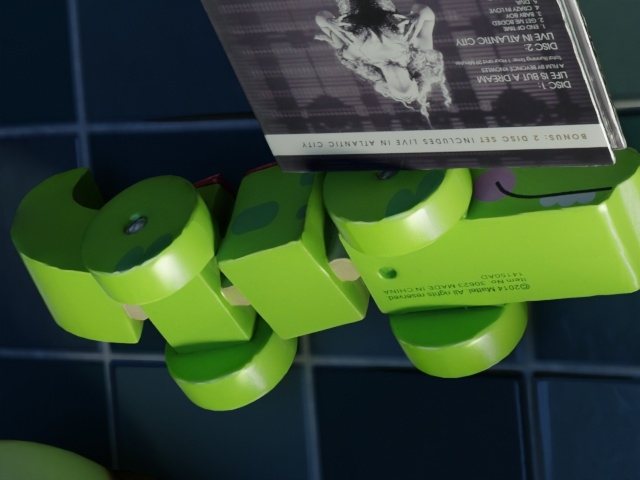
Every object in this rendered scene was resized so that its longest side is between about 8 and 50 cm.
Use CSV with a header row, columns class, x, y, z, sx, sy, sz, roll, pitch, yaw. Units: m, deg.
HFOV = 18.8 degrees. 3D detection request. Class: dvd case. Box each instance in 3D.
class,x,y,z,sx,sy,sz,roll,pitch,yaw
dvd case,0.016,-0.117,0.770,0.164,0.018,0.221,0,131,32

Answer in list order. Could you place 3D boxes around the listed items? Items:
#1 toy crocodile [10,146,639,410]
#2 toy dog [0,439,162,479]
class,x,y,z,sx,sy,sz,roll,pitch,yaw
toy crocodile,0.000,0.000,0.927,0.340,0.105,0.115,-10,135,28
toy dog,-0.203,0.288,1.010,0.408,0.284,0.395,-56,36,25
